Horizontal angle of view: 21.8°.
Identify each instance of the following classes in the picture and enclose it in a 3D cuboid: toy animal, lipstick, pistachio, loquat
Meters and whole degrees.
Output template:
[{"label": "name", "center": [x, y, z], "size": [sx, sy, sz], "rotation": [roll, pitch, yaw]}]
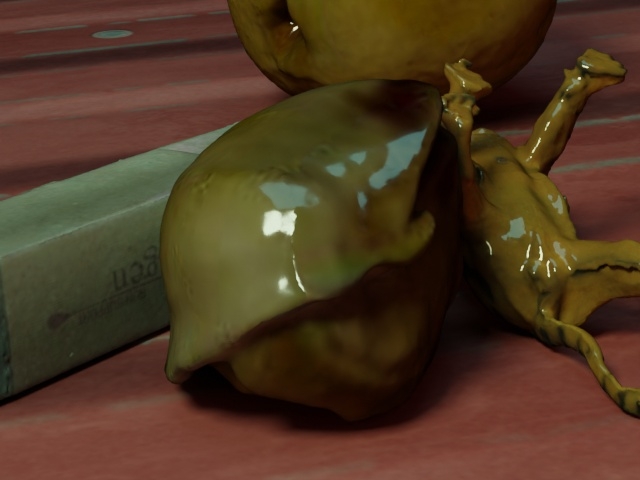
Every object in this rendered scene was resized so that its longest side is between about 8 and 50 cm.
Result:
[{"label": "toy animal", "center": [0.098, 0.004, 0.752], "size": [0.114, 0.116, 0.255], "rotation": [6, 31, -13]}, {"label": "lipstick", "center": [-0.096, 0.005, 0.783], "size": [0.068, 0.066, 0.317], "rotation": [11, 22, 37]}, {"label": "pistachio", "center": [0.000, 0.000, 0.712], "size": [0.165, 0.130, 0.210], "rotation": [-41, 13, 14]}, {"label": "loquat", "center": [0.050, -0.176, 1.117], "size": [0.238, 0.193, 0.238], "rotation": [-24, 18, 8]}]
